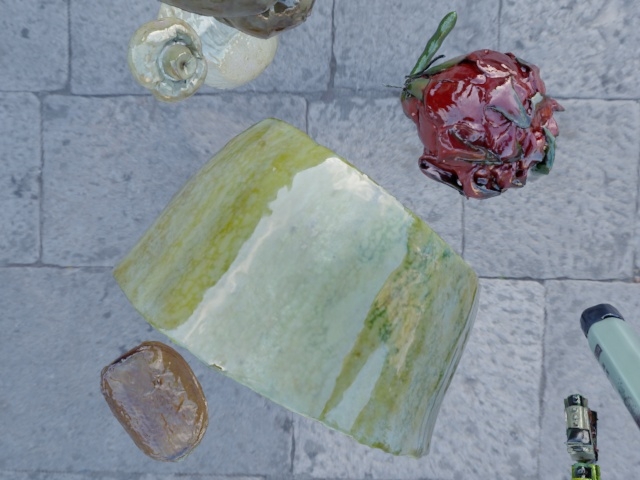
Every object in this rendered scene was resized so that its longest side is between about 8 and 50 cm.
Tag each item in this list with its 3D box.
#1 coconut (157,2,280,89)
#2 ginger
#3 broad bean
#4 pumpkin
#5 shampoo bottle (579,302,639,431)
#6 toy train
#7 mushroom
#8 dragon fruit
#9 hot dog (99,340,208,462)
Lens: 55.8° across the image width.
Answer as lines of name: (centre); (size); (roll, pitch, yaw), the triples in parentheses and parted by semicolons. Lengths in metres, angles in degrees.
coconut: (-0.270, -0.549, 1.556); (0.329, 0.329, 0.328); (0, 92, 1)
ginger: (-0.119, -0.344, 0.776); (0.245, 0.304, 0.155); (20, 97, 22)
broad bean: (0.292, -0.503, 1.596); (0.039, 0.069, 0.226); (32, 117, 0)
pumpkin: (-0.003, 0.029, 0.568); (0.333, 0.332, 0.199); (29, 91, 0)
shampoo bottle: (0.503, 0.251, 0.910); (0.078, 0.359, 0.134); (-30, 121, 16)
toy train: (0.408, 0.355, 0.938); (0.053, 0.249, 0.085); (-10, 135, 27)
mushroom: (-0.262, -0.311, 1.045); (0.112, 0.148, 0.147); (28, 92, 33)
dragon fruit: (0.228, -0.189, 0.950); (0.293, 0.234, 0.233); (20, 92, 22)
hot dog: (-0.365, 0.361, 1.354); (0.196, 0.122, 0.272); (-34, 99, -11)
